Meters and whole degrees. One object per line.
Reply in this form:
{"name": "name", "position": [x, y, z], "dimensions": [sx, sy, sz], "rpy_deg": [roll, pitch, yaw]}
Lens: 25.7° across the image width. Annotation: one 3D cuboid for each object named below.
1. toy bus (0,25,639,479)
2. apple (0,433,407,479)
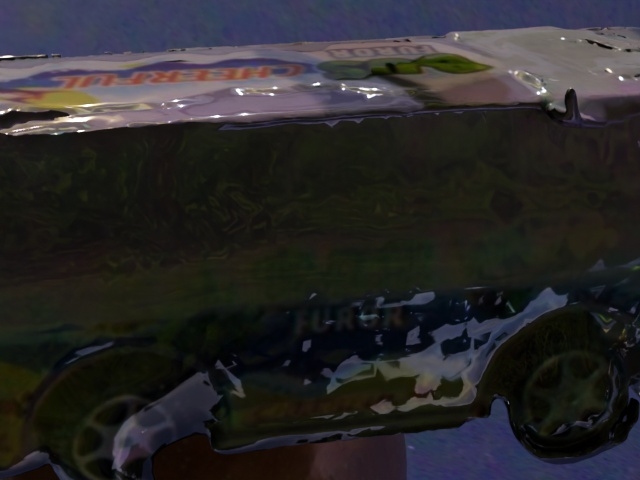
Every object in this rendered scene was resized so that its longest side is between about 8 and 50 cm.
{"name": "toy bus", "position": [0.000, 0.000, 0.470], "dimensions": [0.317, 0.138, 0.112], "rpy_deg": [-6, -152, -14]}
{"name": "apple", "position": [-0.055, 0.095, 0.634], "dimensions": [0.201, 0.201, 0.162], "rpy_deg": [44, -79, 27]}
